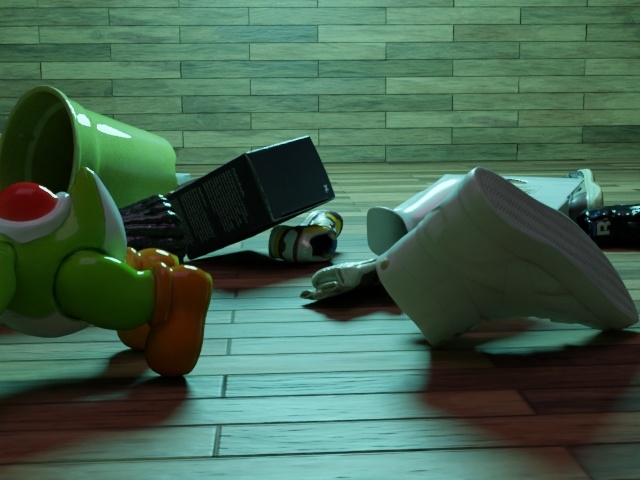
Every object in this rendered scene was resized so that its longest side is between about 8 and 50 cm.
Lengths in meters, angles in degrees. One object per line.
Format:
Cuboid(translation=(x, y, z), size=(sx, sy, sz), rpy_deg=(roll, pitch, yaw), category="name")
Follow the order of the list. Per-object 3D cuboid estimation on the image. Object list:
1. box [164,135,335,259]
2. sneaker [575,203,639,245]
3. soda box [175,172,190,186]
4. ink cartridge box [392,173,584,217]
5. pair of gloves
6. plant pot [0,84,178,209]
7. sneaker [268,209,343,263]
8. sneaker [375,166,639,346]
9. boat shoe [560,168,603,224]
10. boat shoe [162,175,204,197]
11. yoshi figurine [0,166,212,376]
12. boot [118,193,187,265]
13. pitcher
Cuboid(translation=(-0.109, -0.064, 1.373), size=(0.207, 0.108, 0.153), rpy_deg=(-23, -1, 40), category="box")
Cuboid(translation=(0.499, -0.019, 1.448), size=(0.121, 0.079, 0.217), rpy_deg=(-8, 3, -23), category="sneaker")
Cuboid(translation=(-0.407, -0.102, 1.926), size=(0.286, 0.091, 0.098), rpy_deg=(7, 12, 38), category="soda box")
Cuboid(translation=(0.297, -0.054, 1.574), size=(0.275, 0.060, 0.239), rpy_deg=(5, 20, 30), category="ink cartridge box")
Cuboid(translation=(0.107, 0.028, 1.088), size=(0.240, 0.042, 0.204), rpy_deg=(-15, -3, 44), category="pair of gloves")
Cuboid(translation=(-0.412, -0.125, 1.656), size=(0.276, 0.276, 0.253), rpy_deg=(9, 2, 44), category="plant pot")
Cuboid(translation=(0.000, 0.000, 1.387), size=(0.083, 0.070, 0.185), rpy_deg=(14, 22, 29), category="sneaker")
Cuboid(translation=(0.186, 0.047, 0.919), size=(0.292, 0.169, 0.108), rpy_deg=(29, 34, -34), category="sneaker")
Cuboid(translation=(0.480, -0.082, 1.742), size=(0.092, 0.103, 0.285), rpy_deg=(5, 16, 5), category="boat shoe")
Cuboid(translation=(-0.243, -0.047, 1.514), size=(0.207, 0.073, 0.073), rpy_deg=(-34, 13, -22), category="boat shoe")
Cuboid(translation=(-0.291, 0.055, 0.773), size=(0.362, 0.203, 0.203), rpy_deg=(17, 41, -28), category="yoshi figurine")
Cuboid(translation=(-0.360, -0.005, 1.180), size=(0.260, 0.131, 0.348), rpy_deg=(-16, 27, -37), category="boot")
Cuboid(translation=(0.198, -0.015, 1.334), size=(0.207, 0.126, 0.178), rpy_deg=(-17, 36, -26), category="pitcher")
